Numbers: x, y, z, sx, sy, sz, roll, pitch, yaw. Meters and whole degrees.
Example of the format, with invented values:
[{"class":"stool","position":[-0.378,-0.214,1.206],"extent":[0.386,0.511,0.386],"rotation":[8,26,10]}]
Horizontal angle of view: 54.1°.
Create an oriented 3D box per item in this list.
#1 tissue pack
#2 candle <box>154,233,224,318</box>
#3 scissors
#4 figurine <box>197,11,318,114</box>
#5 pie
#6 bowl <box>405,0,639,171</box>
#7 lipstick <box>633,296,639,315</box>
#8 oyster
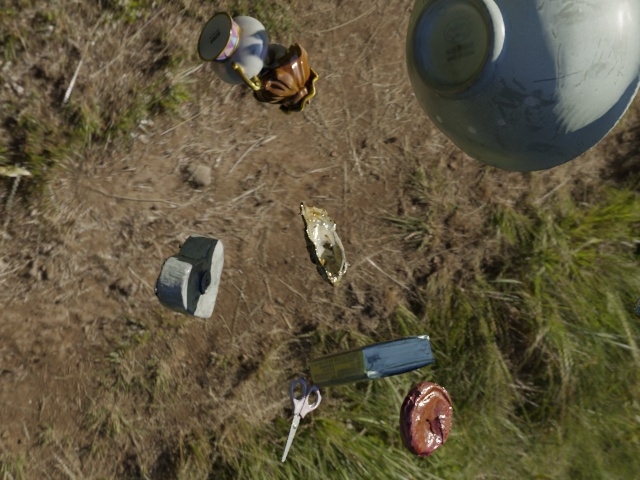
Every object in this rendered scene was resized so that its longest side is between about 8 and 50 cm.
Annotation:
[{"class":"tissue pack","position":[0.112,0.282,1.446],"extent":[0.185,0.257,0.081],"rotation":[-5,77,-28]},{"class":"candle","position":[-0.260,0.087,1.273],"extent":[0.068,0.192,0.168],"rotation":[11,124,15]},{"class":"scissors","position":[-0.054,0.400,1.396],"extent":[0.100,0.015,0.189],"rotation":[39,59,-33]},{"class":"figurine","position":[-0.116,-0.356,1.276],"extent":[0.263,0.142,0.189],"rotation":[19,52,-46]},{"class":"pie","position":[0.254,0.433,1.517],"extent":[0.182,0.050,0.182],"rotation":[0,90,-43]},{"class":"bowl","position":[0.192,-0.228,0.724],"extent":[0.146,0.313,0.313],"rotation":[-12,100,-39]},{"class":"lipstick","position":[0.731,0.058,1.156],"extent":[0.066,0.317,0.068],"rotation":[47,46,10]},{"class":"oyster","position":[0.002,0.007,1.187],"extent":[0.056,0.105,0.177],"rotation":[-31,75,22]}]
